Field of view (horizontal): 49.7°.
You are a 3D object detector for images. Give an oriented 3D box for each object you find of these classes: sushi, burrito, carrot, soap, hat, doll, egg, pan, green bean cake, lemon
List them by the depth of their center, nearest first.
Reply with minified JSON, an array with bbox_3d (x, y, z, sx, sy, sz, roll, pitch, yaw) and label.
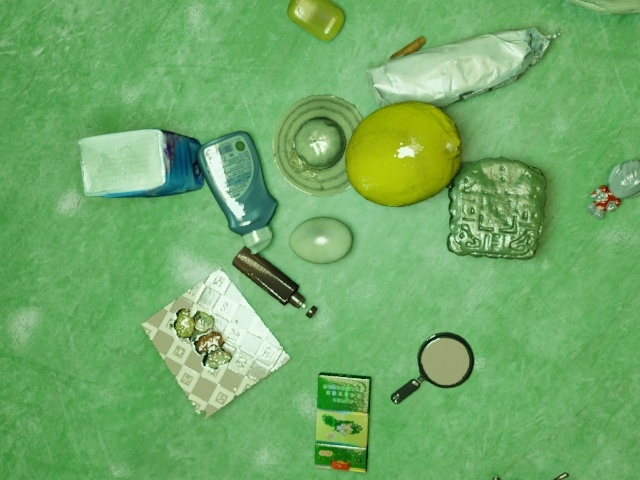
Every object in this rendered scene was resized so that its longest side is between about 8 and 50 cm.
[{"bbox_3d":[0.181,-0.190,1.532,0.263,0.236,0.236,-10,92,14],"label":"lemon"},{"bbox_3d":[0.673,-0.120,1.543,0.094,0.079,0.180,41,112,-10],"label":"doll"},{"bbox_3d":[0.328,-0.387,1.565,0.445,0.101,0.139,-14,90,9],"label":"burrito"},{"bbox_3d":[0.392,-0.072,1.569,0.222,0.125,0.227,4,90,8],"label":"green bean cake"},{"bbox_3d":[0.203,-0.442,1.618,0.093,0.032,0.032,-35,88,5],"label":"carrot"},{"bbox_3d":[-0.003,-0.227,1.627,0.252,0.110,0.252,1,93,10],"label":"hat"},{"bbox_3d":[-0.011,-0.535,1.638,0.140,0.045,0.089,36,96,7],"label":"soap"},{"bbox_3d":[0.000,0.000,1.638,0.152,0.114,0.114,-1,94,14],"label":"egg"},{"bbox_3d":[0.263,0.320,1.660,0.235,0.028,0.136,-41,86,10],"label":"pan"},{"bbox_3d":[-0.264,0.257,1.733,0.264,0.050,0.290,-36,85,-4],"label":"sushi"}]

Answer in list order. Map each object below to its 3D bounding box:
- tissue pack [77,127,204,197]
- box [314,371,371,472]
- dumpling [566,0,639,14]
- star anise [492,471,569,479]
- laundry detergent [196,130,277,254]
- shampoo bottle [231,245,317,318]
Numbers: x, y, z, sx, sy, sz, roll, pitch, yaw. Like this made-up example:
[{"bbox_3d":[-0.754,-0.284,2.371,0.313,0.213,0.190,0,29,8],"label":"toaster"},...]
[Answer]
[{"bbox_3d":[-0.407,-0.175,1.617,0.198,0.263,0.146,-5,93,9],"label":"tissue pack"},{"bbox_3d":[0.055,0.447,1.699,0.132,0.034,0.235,4,95,9],"label":"box"},{"bbox_3d":[0.620,-0.604,1.458,0.318,0.187,0.243,23,101,10],"label":"dumpling"},{"bbox_3d":[0.478,0.637,1.618,0.234,0.073,0.177,-12,83,26],"label":"star anise"},{"bbox_3d":[-0.189,-0.112,1.670,0.143,0.094,0.290,-22,93,-20],"label":"laundry detergent"},{"bbox_3d":[-0.108,0.108,1.690,0.236,0.068,0.067,38,99,7],"label":"shampoo bottle"}]
